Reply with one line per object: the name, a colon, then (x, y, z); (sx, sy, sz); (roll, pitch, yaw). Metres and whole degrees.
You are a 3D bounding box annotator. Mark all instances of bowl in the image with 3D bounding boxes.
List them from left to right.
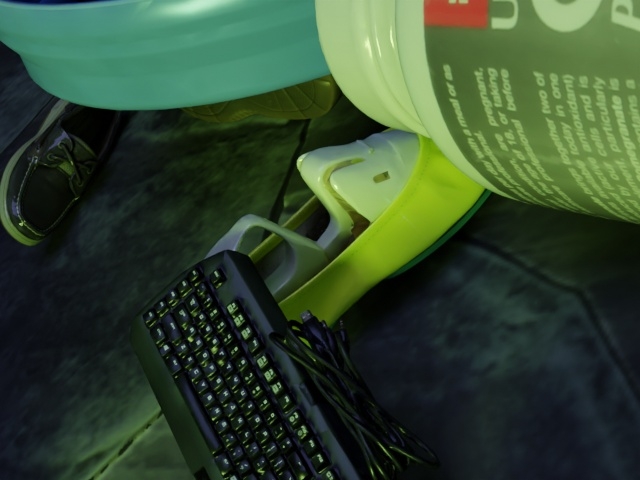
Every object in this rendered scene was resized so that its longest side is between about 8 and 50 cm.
bowl: (-0.025, -0.202, 0.817); (0.391, 0.077, 0.391); (-14, 30, 9)

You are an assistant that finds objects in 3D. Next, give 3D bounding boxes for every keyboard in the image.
keyboard: (-0.022, 0.076, 0.564); (0.100, 0.038, 0.192); (-39, 57, 8)

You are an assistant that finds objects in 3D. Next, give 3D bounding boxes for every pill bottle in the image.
pill bottle: (0.142, -0.092, 0.515); (0.318, 0.176, 0.176); (15, 63, 52)

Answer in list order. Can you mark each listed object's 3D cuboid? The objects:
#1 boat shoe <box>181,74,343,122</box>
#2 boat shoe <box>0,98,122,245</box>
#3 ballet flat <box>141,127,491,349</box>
boat shoe: (-0.043, -0.126, 0.860); (0.073, 0.080, 0.223); (-33, 27, -29)
boat shoe: (-0.188, -0.062, 0.951); (0.049, 0.056, 0.152); (-23, 37, 36)
ballet flat: (0.000, 0.000, 0.657); (0.231, 0.077, 0.077); (-43, 31, -1)
